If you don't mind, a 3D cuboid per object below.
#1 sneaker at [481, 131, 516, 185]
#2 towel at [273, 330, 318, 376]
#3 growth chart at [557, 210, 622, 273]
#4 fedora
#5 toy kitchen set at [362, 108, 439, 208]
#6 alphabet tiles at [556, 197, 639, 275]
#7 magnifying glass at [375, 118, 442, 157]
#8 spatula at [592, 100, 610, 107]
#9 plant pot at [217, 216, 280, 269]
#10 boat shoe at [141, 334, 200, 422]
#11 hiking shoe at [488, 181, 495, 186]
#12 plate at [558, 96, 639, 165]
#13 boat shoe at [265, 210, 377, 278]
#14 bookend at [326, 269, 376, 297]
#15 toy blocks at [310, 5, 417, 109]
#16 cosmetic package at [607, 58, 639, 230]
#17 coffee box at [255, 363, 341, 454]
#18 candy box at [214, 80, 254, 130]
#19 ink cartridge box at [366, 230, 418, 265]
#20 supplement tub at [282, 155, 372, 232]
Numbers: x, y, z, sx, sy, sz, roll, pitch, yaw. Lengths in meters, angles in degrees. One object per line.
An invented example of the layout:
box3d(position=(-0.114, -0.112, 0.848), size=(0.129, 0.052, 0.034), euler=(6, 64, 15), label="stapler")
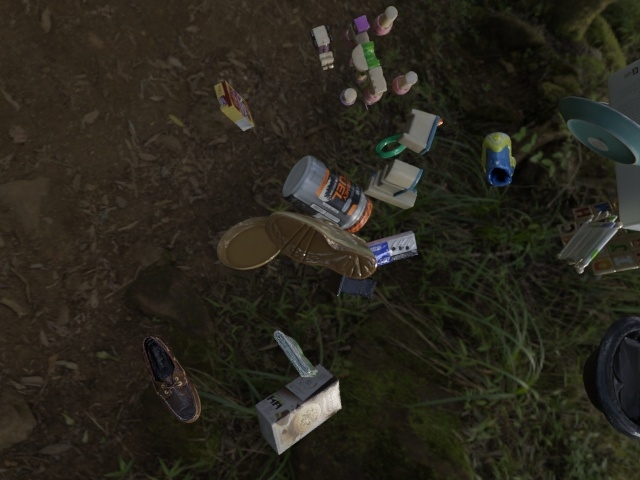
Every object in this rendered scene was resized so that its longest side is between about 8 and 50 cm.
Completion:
box3d(position=(0.488, -0.190, 1.292), size=(0.240, 0.091, 0.126), euler=(37, 56, -56), label="sneaker")
box3d(position=(-0.049, 0.245, 1.011), size=(0.113, 0.023, 0.152), euler=(52, -3, 17), label="towel")
box3d(position=(0.676, -0.004, 1.181), size=(0.172, 0.021, 0.237), euler=(-53, 172, 13), label="growth chart")
box3d(position=(0.861, 0.385, 1.330), size=(0.335, 0.152, 0.333), euler=(4, 76, -15), label="fedora")
box3d(position=(0.205, -0.181, 1.080), size=(0.122, 0.207, 0.165), euler=(21, 82, -9), label="toy kitchen set")
box3d(position=(0.931, -0.027, 1.438), size=(0.011, 0.343, 0.285), euler=(53, 33, -38), label="alphabet tiles")
box3d(position=(0.285, -0.334, 1.509), size=(0.026, 0.231, 0.092), euler=(59, 3, -36), label="magnifying glass")
box3d(position=(0.939, -0.448, 1.553), size=(0.297, 0.084, 0.030), euler=(-4, 81, -13), label="spatula")
box3d(position=(-0.223, 0.012, 1.536), size=(0.236, 0.237, 0.032), euler=(-60, 148, -35), label="plant pot")
box3d(position=(-0.325, 0.295, 0.997), size=(0.073, 0.073, 0.207), euler=(-32, 78, -18), label="boat shoe")
box3d(position=(0.750, -0.309, 1.966), size=(0.227, 0.086, 0.114), euler=(-55, 141, -57), label="hiking shoe")
box3d(position=(0.471, -0.172, 0.774), size=(0.188, 0.188, 0.024), euler=(25, 105, -48), label="plate")
box3d(position=(0.000, 0.000, 1.285), size=(0.341, 0.121, 0.110), euler=(27, 31, -25), label="boat shoe")
box3d(position=(0.116, 0.150, 1.529), size=(0.157, 0.156, 0.072), euler=(15, 91, -12), label="bookend")
box3d(position=(0.135, -0.618, 1.651), size=(0.309, 0.260, 0.288), euler=(-20, 99, -5), label="toy blocks")
box3d(position=(0.935, -0.251, 1.250), size=(0.230, 0.161, 0.452), euler=(9, 76, -18), label="cosmetic package")
box3d(position=(-0.075, 0.615, 1.722), size=(0.297, 0.119, 0.168), euler=(-27, 126, -29), label="coffee box")
box3d(position=(-0.318, -0.498, 1.739), size=(0.187, 0.053, 0.109), euler=(33, 38, -72), label="candy box")
box3d(position=(0.288, 0.036, 1.913), size=(0.046, 0.207, 0.097), euler=(-111, -174, -70), label="ink cartridge box")
box3d(position=(0.031, -0.168, 1.782), size=(0.316, 0.194, 0.193), euler=(29, 63, -24), label="supplement tub")
